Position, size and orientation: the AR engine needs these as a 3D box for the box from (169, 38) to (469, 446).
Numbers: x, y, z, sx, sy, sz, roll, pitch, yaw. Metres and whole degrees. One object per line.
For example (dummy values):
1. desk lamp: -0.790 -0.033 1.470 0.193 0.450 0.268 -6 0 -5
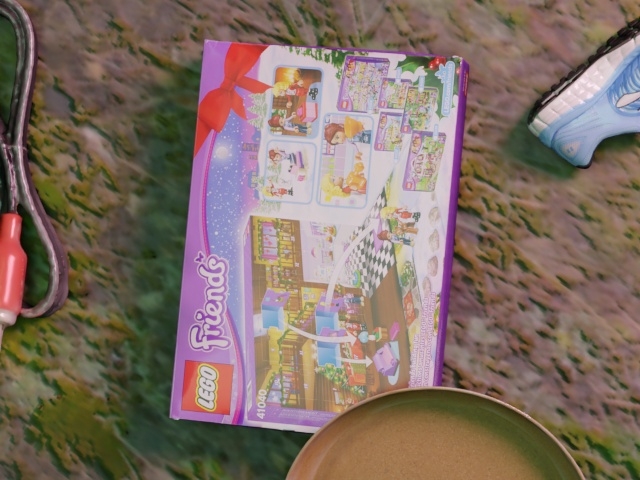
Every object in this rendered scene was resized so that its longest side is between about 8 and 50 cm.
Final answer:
1. box: 0.000 0.000 1.516 0.201 0.057 0.293 6 89 10

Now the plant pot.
1. plant pot: 0.087 0.212 1.471 0.236 0.032 0.236 3 108 8

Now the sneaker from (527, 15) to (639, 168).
1. sneaker: 0.234 -0.115 1.480 0.162 0.063 0.073 -39 99 12

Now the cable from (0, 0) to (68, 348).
1. cable: -0.253 -0.050 1.564 0.139 0.072 0.287 12 90 6
